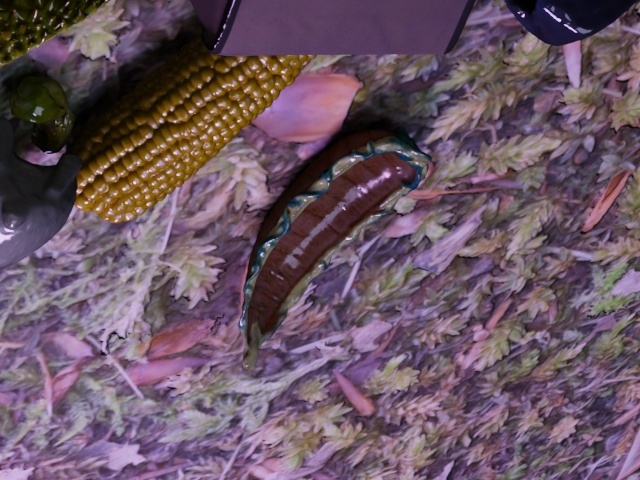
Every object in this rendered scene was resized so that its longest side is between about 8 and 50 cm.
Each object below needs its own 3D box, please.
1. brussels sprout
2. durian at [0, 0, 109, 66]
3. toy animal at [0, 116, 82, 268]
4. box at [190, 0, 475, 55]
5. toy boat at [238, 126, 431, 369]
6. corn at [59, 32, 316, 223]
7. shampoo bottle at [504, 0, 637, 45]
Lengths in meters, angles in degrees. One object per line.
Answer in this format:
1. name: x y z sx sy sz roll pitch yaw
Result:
1. brussels sprout: -0.246 -0.115 1.639 0.051 0.046 0.083 -34 153 -4
2. durian: -0.251 -0.178 1.536 0.215 0.086 0.100 -31 157 -5
3. toy animal: -0.317 -0.006 1.656 0.108 0.138 0.236 36 125 -20
4. box: 0.011 -0.270 1.553 0.252 0.153 0.188 -5 137 -32
5. toy boat: -0.008 -0.005 1.891 0.293 0.099 0.108 -50 141 10
6. corn: -0.118 -0.118 1.673 0.310 0.101 0.101 -37 143 8
7. shampoo bottle: 0.131 -0.322 1.461 0.134 0.078 0.359 -36 106 -22
